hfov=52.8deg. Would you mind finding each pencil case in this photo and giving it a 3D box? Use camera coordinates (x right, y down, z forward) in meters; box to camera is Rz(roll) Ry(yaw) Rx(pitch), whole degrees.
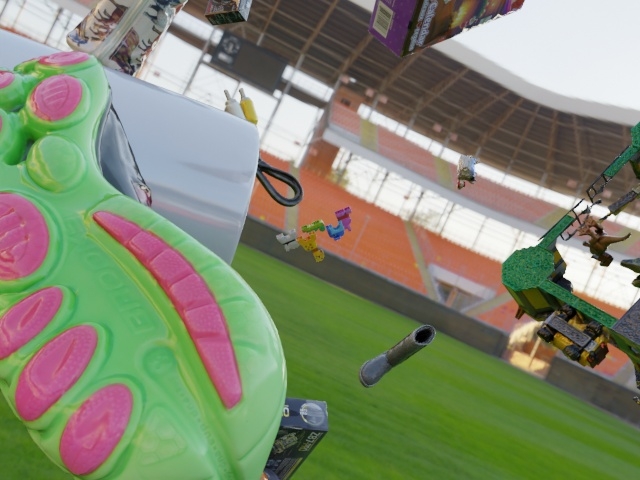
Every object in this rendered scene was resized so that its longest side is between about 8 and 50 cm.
[{"bbox_3d":[-0.355,-0.519,1.346,0.160,0.410,0.183,39,9,-13],"label":"pencil case"}]

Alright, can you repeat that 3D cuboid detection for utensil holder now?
[{"bbox_3d":[-0.311,-0.074,0.853,0.386,0.327,0.328,17,1,-17],"label":"utensil holder"}]

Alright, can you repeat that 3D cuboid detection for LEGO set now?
[{"bbox_3d":[0.000,0.000,1.845,0.087,0.227,0.093,-110,179,-60],"label":"LEGO set"},{"bbox_3d":[0.384,0.037,0.701,0.192,0.331,0.255,47,-12,-34],"label":"LEGO set"}]

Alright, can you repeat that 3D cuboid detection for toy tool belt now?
[{"bbox_3d":[0.341,-0.155,1.476,0.051,0.083,0.052,6,-24,4],"label":"toy tool belt"}]

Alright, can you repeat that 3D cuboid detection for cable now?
[{"bbox_3d":[-0.150,-0.186,1.384,0.287,0.140,0.072,55,-25,3],"label":"cable"}]

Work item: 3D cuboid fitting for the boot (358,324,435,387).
[{"bbox_3d":[0.223,0.337,1.873,0.076,0.190,0.208,53,-42,0],"label":"boot"}]

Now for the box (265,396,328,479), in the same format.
[{"bbox_3d":[-0.196,0.540,1.701,0.319,0.394,0.097,13,44,-17],"label":"box"}]

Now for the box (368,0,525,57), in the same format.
[{"bbox_3d":[0.165,-0.331,0.604,0.057,0.201,0.293,48,-30,23],"label":"box"}]

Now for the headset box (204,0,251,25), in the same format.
[{"bbox_3d":[-0.171,-0.431,1.180,0.083,0.062,0.032,3,-20,25],"label":"headset box"}]

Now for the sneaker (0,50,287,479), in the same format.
[{"bbox_3d":[-0.190,0.014,0.493,0.482,0.185,0.202,52,-23,37],"label":"sneaker"}]

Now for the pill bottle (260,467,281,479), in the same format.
[{"bbox_3d":[-0.145,0.683,1.694,0.131,0.130,0.245,24,-29,37],"label":"pill bottle"}]
